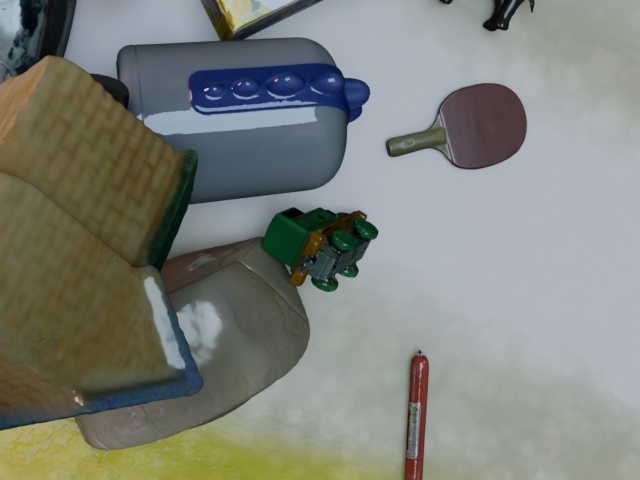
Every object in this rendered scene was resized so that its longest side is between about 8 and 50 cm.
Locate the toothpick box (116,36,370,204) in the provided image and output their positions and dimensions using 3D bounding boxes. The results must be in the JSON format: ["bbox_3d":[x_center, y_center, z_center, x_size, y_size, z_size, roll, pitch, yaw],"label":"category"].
[{"bbox_3d":[-0.108,-0.180,1.374,0.354,0.263,0.263,-6,97,-12],"label":"toothpick box"}]

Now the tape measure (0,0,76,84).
[{"bbox_3d":[-0.434,-0.295,1.300,0.147,0.256,0.275,14,98,-8],"label":"tape measure"}]

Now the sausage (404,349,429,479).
[{"bbox_3d":[0.162,0.308,1.586,0.034,0.034,0.254,1,94,-11],"label":"sausage"}]

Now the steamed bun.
[{"bbox_3d":[-0.200,0.160,1.399,0.383,0.236,0.247,-23,100,-8],"label":"steamed bun"}]

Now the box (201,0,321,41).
[{"bbox_3d":[-0.044,-0.397,1.414,0.265,0.168,0.097,-28,97,-6],"label":"box"}]

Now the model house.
[{"bbox_3d":[-0.318,0.041,1.129,0.342,0.334,0.382,41,50,-32],"label":"model house"}]

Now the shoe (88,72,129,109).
[{"bbox_3d":[-0.345,-0.172,1.273,0.108,0.241,0.093,15,55,-32],"label":"shoe"}]

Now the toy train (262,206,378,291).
[{"bbox_3d":[0.000,0.000,1.455,0.136,0.227,0.091,32,114,13],"label":"toy train"}]

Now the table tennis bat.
[{"bbox_3d":[0.226,-0.180,1.562,0.246,0.022,0.138,-14,97,-11],"label":"table tennis bat"}]

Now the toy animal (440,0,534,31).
[{"bbox_3d":[0.244,-0.438,1.503,0.245,0.114,0.146,22,98,-34],"label":"toy animal"}]
